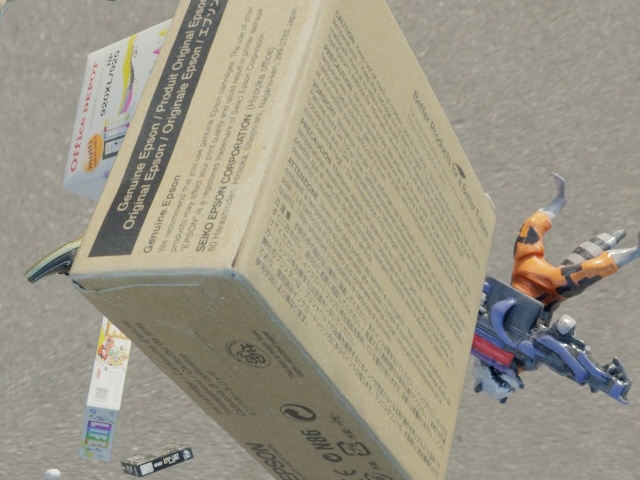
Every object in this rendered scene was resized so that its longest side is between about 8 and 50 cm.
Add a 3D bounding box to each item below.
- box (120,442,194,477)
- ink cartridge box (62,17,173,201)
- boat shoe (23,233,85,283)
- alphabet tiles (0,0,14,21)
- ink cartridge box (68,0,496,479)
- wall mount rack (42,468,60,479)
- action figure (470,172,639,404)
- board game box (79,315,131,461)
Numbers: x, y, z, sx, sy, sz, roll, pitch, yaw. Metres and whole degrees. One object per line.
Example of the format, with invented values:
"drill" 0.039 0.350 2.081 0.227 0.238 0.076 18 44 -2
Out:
"box" -0.227 0.303 1.714 0.083 0.067 0.018 -16 93 -30
"ink cartridge box" -0.140 -0.124 1.339 0.168 0.232 0.171 21 71 -37
"boat shoe" -0.343 0.026 1.735 0.152 0.056 0.049 -32 95 -30
"alphabet tiles" -0.237 -0.225 0.917 0.021 0.284 0.278 38 27 -30
"ink cartridge box" 0.000 0.000 0.611 0.235 0.088 0.193 54 42 -45
"wall mount rack" -0.401 0.378 1.618 0.350 0.304 0.131 0 91 -33
"action figure" 0.350 0.109 1.802 0.341 0.178 0.330 39 93 29
"board game box" -0.170 0.090 1.018 0.026 0.103 0.154 10 57 -8
